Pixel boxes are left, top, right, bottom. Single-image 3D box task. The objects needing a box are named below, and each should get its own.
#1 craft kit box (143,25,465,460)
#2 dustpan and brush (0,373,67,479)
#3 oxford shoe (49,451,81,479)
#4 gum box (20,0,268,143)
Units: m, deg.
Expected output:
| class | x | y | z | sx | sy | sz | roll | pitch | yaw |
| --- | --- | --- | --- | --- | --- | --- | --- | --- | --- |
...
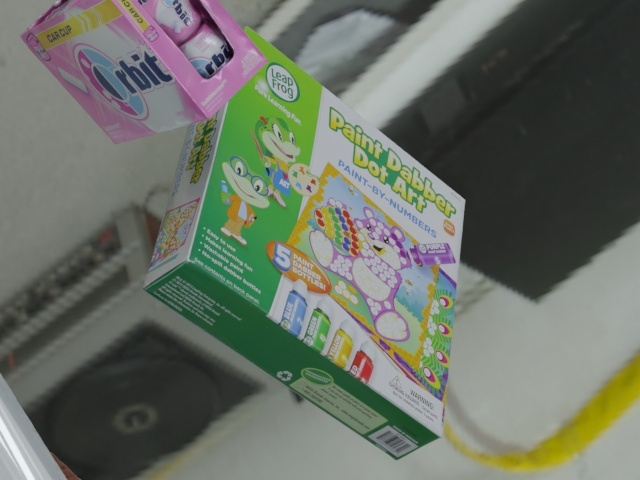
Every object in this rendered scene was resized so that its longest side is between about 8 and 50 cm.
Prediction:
| class | x | y | z | sx | sy | sz | roll | pitch | yaw |
| --- | --- | --- | --- | --- | --- | --- | --- | --- | --- |
| craft kit box | 0.000 | 0.000 | 1.214 | 0.250 | 0.246 | 0.061 | 36 | 129 | -27 |
| dustpan and brush | -0.180 | 0.089 | 0.531 | 0.211 | 0.147 | 0.060 | -36 | -172 | -35 |
| oxford shoe | -0.327 | 0.190 | 1.325 | 0.140 | 0.397 | 0.146 | -9 | 129 | -41 |
| gum box | -0.123 | -0.133 | 1.106 | 0.062 | 0.188 | 0.107 | -47 | 108 | -21 |
